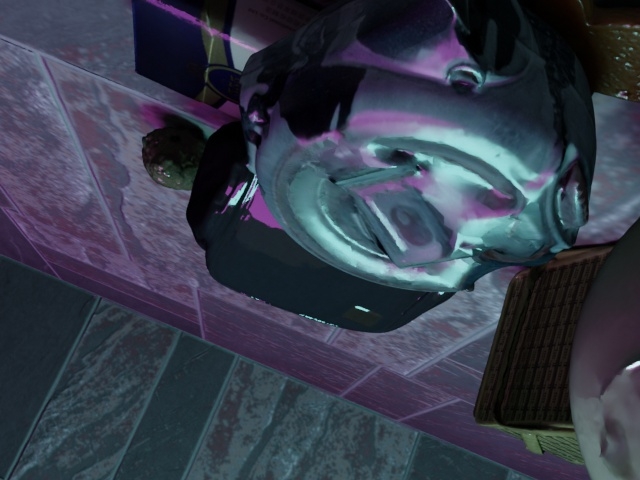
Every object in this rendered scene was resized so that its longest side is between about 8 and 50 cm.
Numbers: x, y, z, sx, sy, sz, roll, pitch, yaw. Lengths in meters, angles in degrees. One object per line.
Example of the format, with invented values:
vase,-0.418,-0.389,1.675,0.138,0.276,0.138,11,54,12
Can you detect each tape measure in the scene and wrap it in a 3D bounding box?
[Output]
tape measure,0.072,-0.070,0.597,0.256,0.147,0.275,-16,136,40

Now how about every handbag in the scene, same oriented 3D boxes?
handbag,-0.002,0.003,0.874,0.302,0.177,0.275,23,-170,-16

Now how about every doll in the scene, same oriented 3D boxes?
doll,-0.110,-0.067,1.077,0.286,0.091,0.202,34,-165,0

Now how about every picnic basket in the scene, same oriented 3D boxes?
picnic basket,0.333,0.138,0.900,0.175,0.228,0.313,27,161,-16

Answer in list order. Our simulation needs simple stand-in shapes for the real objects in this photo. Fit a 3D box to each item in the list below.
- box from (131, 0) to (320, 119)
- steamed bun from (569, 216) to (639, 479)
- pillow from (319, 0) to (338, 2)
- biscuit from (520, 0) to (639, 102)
box,-0.051,-0.167,0.746,0.259,0.071,0.168,22,162,-5
steamed bun,0.368,0.126,0.607,0.375,0.374,0.241,23,163,-1
pillow,0.017,-0.239,0.478,0.173,0.067,0.270,26,162,-26
biscuit,0.195,-0.146,0.580,0.205,0.031,0.138,12,157,28
